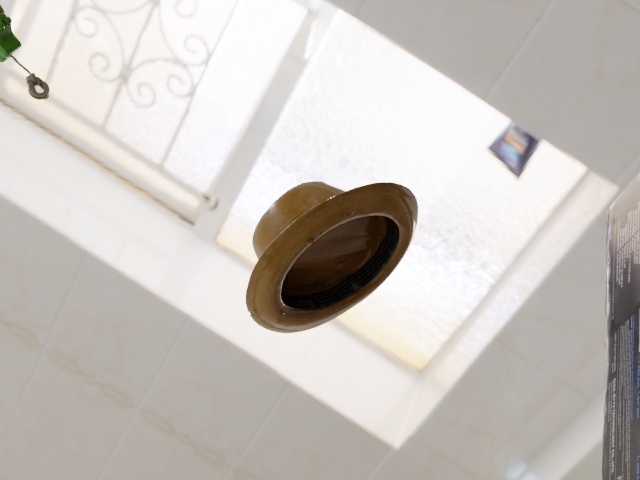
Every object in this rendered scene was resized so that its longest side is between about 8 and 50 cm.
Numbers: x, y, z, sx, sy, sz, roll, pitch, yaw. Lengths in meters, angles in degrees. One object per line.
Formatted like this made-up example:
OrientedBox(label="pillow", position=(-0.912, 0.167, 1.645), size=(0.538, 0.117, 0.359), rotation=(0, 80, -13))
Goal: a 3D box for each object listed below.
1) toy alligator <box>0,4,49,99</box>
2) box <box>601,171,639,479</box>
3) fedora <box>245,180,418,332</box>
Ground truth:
OrientedBox(label="toy alligator", position=(-0.340, -0.224, 0.967), size=(0.189, 0.051, 0.056), rotation=(43, -136, -8))
OrientedBox(label="box", position=(0.209, 0.038, 0.403), size=(0.073, 0.293, 0.296), rotation=(14, -121, -4))
OrientedBox(label="fedora", position=(0.000, 0.000, 0.887), size=(0.194, 0.194, 0.079), rotation=(-8, -134, -42))
